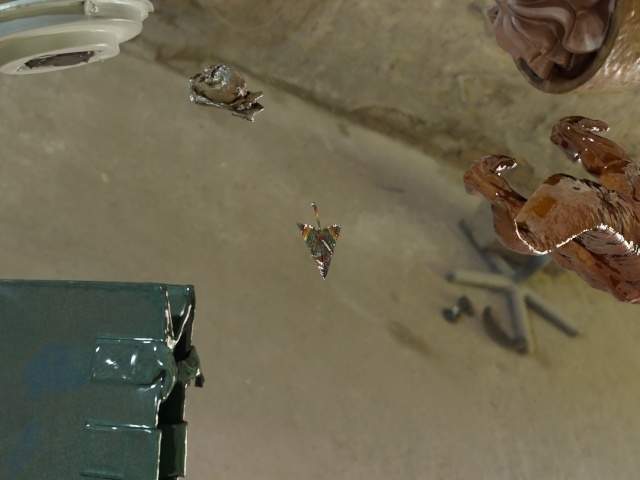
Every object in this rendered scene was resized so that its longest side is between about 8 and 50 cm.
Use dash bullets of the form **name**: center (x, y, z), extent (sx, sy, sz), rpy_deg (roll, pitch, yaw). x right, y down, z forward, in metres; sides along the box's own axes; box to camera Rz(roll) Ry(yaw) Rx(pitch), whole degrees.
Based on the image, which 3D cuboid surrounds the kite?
- **kite**: center (0.000, 0.000, 1.041), extent (0.122, 0.004, 0.090), rpy_deg (-10, 93, -66)

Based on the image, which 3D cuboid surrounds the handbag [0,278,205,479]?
- **handbag**: center (-0.239, 0.198, 0.894), extent (0.089, 0.238, 0.326), rpy_deg (27, 66, -66)

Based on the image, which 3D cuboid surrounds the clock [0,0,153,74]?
- **clock**: center (-0.301, -0.223, 1.032), extent (0.236, 0.236, 0.053), rpy_deg (-14, 93, -48)

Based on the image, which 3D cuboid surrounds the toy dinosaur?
- **toy dinosaur**: center (0.185, -0.017, 0.642), extent (0.432, 0.097, 0.208), rpy_deg (11, 30, -40)

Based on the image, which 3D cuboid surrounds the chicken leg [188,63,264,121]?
- **chicken leg**: center (-0.167, -0.258, 1.592), extent (0.125, 0.080, 0.196), rpy_deg (21, 4, -21)

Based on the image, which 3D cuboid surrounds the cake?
- **cake**: center (0.246, -0.249, 0.904), extent (0.178, 0.207, 0.185), rpy_deg (10, 23, -31)
